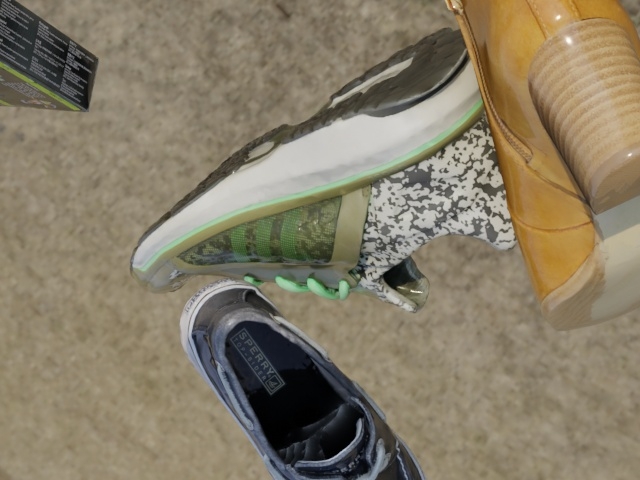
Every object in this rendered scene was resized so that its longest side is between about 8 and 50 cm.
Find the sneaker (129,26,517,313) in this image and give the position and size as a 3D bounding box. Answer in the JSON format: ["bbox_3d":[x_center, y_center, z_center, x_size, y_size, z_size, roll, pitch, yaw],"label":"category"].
[{"bbox_3d":[0.000,0.000,0.960,0.410,0.158,0.182,-25,104,47],"label":"sneaker"}]

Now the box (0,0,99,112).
[{"bbox_3d":[-0.259,-0.128,0.725,0.184,0.045,0.191,4,169,21],"label":"box"}]

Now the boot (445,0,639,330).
[{"bbox_3d":[0.143,-0.079,0.736,0.295,0.104,0.211,66,-177,-64],"label":"boot"}]

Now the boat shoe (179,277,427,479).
[{"bbox_3d":[0.007,0.156,0.949,0.301,0.108,0.102,56,170,-22],"label":"boat shoe"}]
